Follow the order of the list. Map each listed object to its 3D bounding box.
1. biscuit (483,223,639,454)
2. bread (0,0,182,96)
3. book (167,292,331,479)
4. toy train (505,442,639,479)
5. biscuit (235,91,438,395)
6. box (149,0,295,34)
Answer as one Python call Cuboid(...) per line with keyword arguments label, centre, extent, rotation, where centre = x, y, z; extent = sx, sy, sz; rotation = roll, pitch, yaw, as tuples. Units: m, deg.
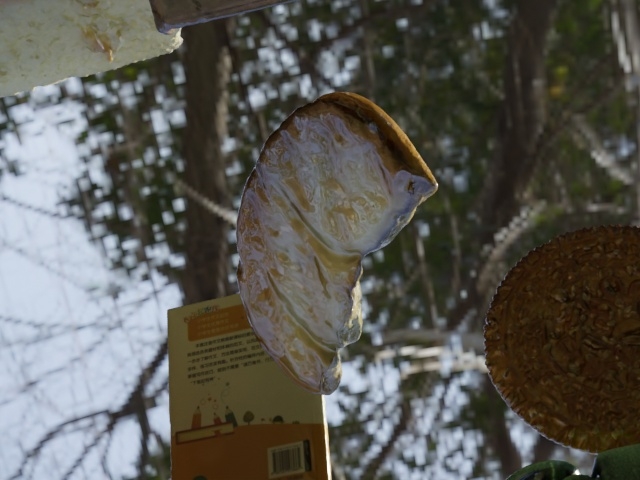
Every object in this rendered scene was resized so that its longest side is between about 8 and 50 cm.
Cuboid(label="biscuit", centre=(0.338, 0.107, 1.786), extent=(0.305, 0.038, 0.305), rotation=(-6, -121, 9))
Cuboid(label="bread", centre=(-0.319, -0.364, 1.388), extent=(0.242, 0.346, 0.405), rotation=(-26, -103, -12))
Cuboid(label="book", centre=(-0.094, 0.198, 1.948), extent=(0.207, 0.020, 0.296), rotation=(-13, -121, 15))
Cuboid(label="toy train", centre=(0.317, 0.338, 1.699), extent=(0.238, 0.299, 0.167), rotation=(-12, -126, -4))
Cuboid(label="biscuit", centre=(-0.004, -0.001, 1.352), extent=(0.154, 0.299, 0.045), rotation=(36, -140, 14))
Cuboid(label="box", centre=(0.005, -0.266, 1.045), extent=(0.225, 0.191, 0.297), rotation=(-12, -171, 14))
